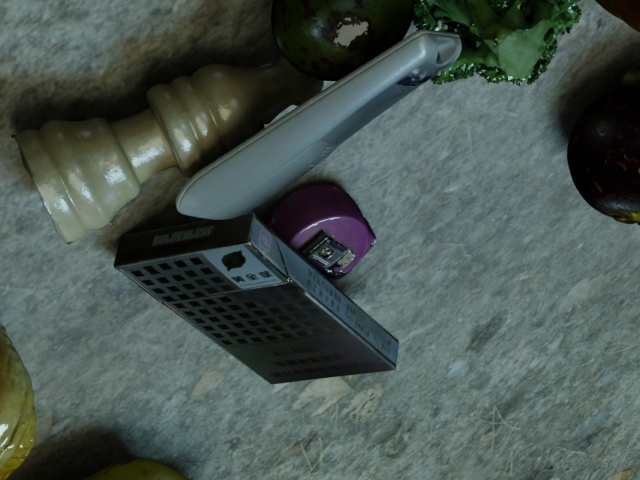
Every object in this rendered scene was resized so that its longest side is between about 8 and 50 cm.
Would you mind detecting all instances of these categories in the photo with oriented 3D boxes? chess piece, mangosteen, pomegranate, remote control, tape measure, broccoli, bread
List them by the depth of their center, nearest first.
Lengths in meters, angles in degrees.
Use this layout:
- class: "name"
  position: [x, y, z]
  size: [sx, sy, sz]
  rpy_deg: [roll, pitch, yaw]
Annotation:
- class: "pomegranate"
  position: [0.008, -0.231, 1.529]
  size: [0.169, 0.148, 0.148]
  rpy_deg: [31, 113, -37]
- class: "remote control"
  position: [0.000, -0.104, 1.555]
  size: [0.313, 0.055, 0.109]
  rpy_deg: [-32, 170, 23]
- class: "chess piece"
  position: [-0.140, -0.113, 1.591]
  size: [0.307, 0.124, 0.139]
  rpy_deg: [-25, 126, -6]
- class: "broccoli"
  position: [0.179, -0.229, 1.600]
  size: [0.195, 0.156, 0.195]
  rpy_deg: [-14, 129, -18]
- class: "bread"
  position: [-0.405, 0.195, 1.696]
  size: [0.236, 0.198, 0.120]
  rpy_deg: [-38, 143, 11]
- class: "tape measure"
  position: [0.000, 0.000, 1.798]
  size: [0.118, 0.074, 0.125]
  rpy_deg: [-42, 138, 16]
- class: "mangosteen"
  position: [0.382, -0.123, 1.813]
  size: [0.192, 0.192, 0.217]
  rpy_deg: [15, 85, -37]

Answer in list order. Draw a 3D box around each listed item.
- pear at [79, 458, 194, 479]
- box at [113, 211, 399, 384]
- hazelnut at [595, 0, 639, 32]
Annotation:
- class: "pear"
  position: [-0.254, 0.471, 1.944]
  size: [0.362, 0.362, 0.418]
  rpy_deg: [32, 86, -44]
- class: "box"
  position: [-0.065, 0.074, 1.800]
  size: [0.180, 0.047, 0.325]
  rpy_deg: [-9, 148, 30]
- class: "hazelnut"
  position: [0.358, -0.316, 1.585]
  size: [0.229, 0.229, 0.229]
  rpy_deg: [-14, 137, -14]
